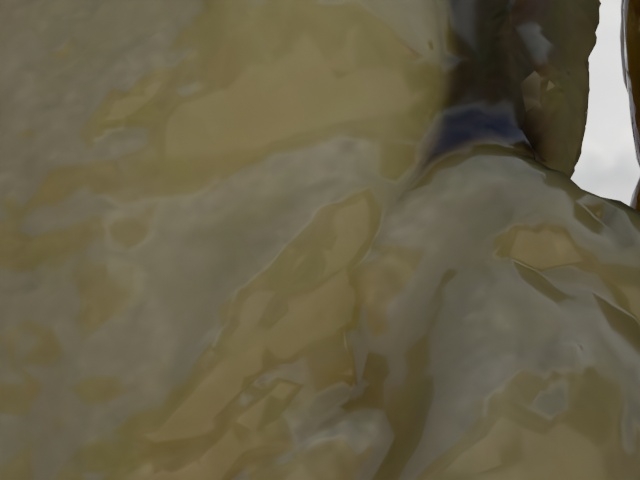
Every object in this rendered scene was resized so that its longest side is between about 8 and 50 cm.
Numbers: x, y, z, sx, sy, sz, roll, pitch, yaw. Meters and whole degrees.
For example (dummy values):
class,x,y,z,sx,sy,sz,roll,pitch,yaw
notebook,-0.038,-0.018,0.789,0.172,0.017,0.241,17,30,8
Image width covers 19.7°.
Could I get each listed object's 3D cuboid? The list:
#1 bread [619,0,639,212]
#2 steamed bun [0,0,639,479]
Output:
class,x,y,z,sx,sy,sz,roll,pitch,yaw
bread,0.203,-0.037,0.590,0.277,0.167,0.324,-19,-68,-28
steamed bun,-0.043,0.069,0.468,0.325,0.372,0.230,-27,-32,7
